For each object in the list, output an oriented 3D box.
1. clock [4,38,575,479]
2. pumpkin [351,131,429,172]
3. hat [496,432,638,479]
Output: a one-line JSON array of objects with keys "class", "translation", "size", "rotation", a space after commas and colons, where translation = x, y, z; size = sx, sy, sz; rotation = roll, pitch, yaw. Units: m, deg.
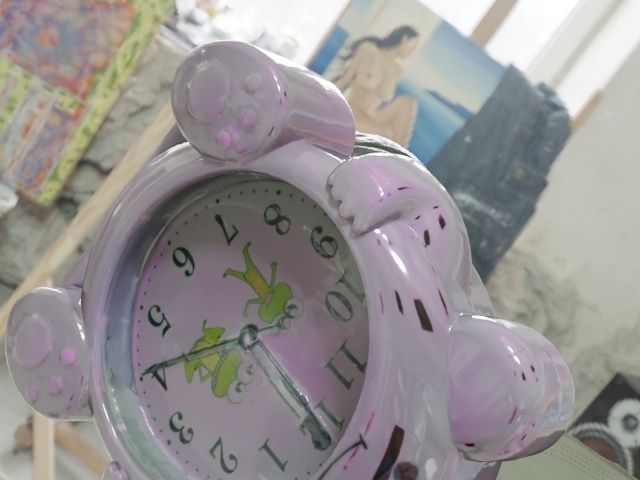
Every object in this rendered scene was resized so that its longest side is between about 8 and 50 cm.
[{"class": "clock", "translation": [-0.029, 0.068, 0.652], "size": [0.322, 0.295, 0.113], "rotation": [46, 18, 27]}, {"class": "pumpkin", "translation": [0.000, 0.000, 0.809], "size": [0.140, 0.202, 0.202], "rotation": [61, 6, -25]}, {"class": "hat", "translation": [0.193, 0.258, 0.802], "size": [0.245, 0.214, 0.149], "rotation": [36, -15, -11]}]
